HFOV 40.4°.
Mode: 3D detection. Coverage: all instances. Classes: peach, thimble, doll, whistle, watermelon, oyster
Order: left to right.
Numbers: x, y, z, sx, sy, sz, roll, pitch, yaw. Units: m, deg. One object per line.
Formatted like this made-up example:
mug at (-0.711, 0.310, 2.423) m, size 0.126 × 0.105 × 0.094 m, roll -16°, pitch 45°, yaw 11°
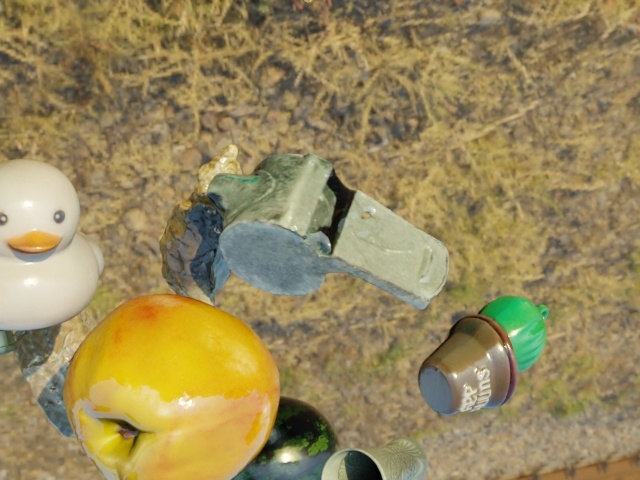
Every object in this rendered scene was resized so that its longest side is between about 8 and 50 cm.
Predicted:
doll at (-0.382, -0.007, 1.102) m, size 0.221 × 0.221 × 0.251 m, roll -2°, pitch -163°, yaw -26°
thimble at (-0.458, 0.245, 1.615) m, size 0.148 × 0.196 × 0.229 m, roll -29°, pitch 127°, yaw -6°
peach at (-0.198, 0.210, 1.222) m, size 0.289 × 0.289 × 0.308 m, roll -29°, pitch -179°, yaw 33°
oyster at (-0.219, -0.012, 1.602) m, size 0.110 × 0.166 × 0.341 m, roll -34°, pitch 157°, yaw -57°
watermelon at (-0.085, 0.435, 1.692) m, size 0.269 × 0.269 × 0.269 m, roll -12°, pitch 158°, yaw -5°
whistle at (0.013, -0.016, 1.449) m, size 0.405 × 0.168 × 0.188 m, roll 9°, pitch 139°, yaw 15°

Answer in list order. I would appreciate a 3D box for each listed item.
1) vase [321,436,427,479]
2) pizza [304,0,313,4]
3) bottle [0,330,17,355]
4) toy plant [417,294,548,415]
vase at (0.088, 0.336, 1.263) m, size 0.096 × 0.096 × 0.219 m, roll -23°, pitch 166°, yaw 21°
pizza at (-0.022, -0.378, 1.303) m, size 0.016 × 0.083 × 0.037 m, roll -30°, pitch 129°, yaw 21°
bottle at (-0.466, 0.113, 1.241) m, size 0.063 × 0.101 × 0.047 m, roll -10°, pitch -175°, yaw 35°
toy plant at (0.207, 0.142, 1.047) m, size 0.200 × 0.105 × 0.143 m, roll -21°, pitch 127°, yaw -32°
